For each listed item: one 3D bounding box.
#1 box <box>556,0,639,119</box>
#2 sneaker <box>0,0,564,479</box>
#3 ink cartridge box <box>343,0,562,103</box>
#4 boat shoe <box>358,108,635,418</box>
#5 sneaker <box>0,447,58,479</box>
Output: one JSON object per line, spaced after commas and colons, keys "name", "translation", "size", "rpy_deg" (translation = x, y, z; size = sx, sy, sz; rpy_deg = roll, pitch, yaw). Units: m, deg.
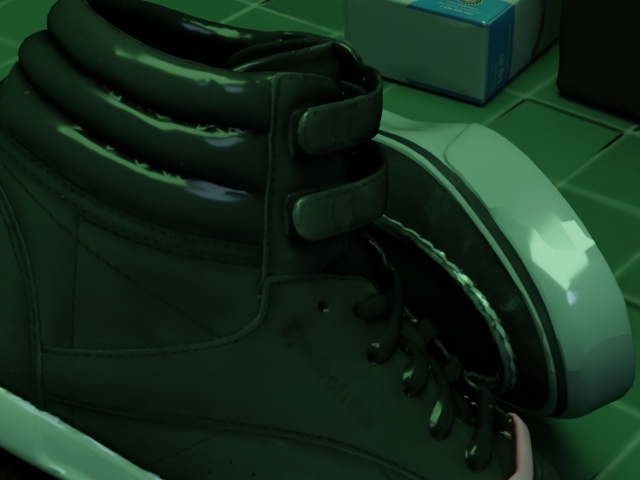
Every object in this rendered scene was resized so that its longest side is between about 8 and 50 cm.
{"name": "box", "translation": [0.233, -0.168, 0.797], "size": [0.168, 0.203, 0.167], "rpy_deg": [25, 42, 34]}
{"name": "sneaker", "translation": [0.012, 0.027, 0.497], "size": [0.296, 0.147, 0.104], "rpy_deg": [27, 17, -4]}
{"name": "ink cartridge box", "translation": [0.082, -0.131, 0.887], "size": [0.088, 0.052, 0.122], "rpy_deg": [19, 41, 28]}
{"name": "boat shoe", "translation": [-0.001, -0.004, 0.654], "size": [0.105, 0.113, 0.306], "rpy_deg": [-26, 37, -20]}
{"name": "sneaker", "translation": [-0.127, 0.114, 0.513], "size": [0.290, 0.123, 0.106], "rpy_deg": [7, 25, -26]}
